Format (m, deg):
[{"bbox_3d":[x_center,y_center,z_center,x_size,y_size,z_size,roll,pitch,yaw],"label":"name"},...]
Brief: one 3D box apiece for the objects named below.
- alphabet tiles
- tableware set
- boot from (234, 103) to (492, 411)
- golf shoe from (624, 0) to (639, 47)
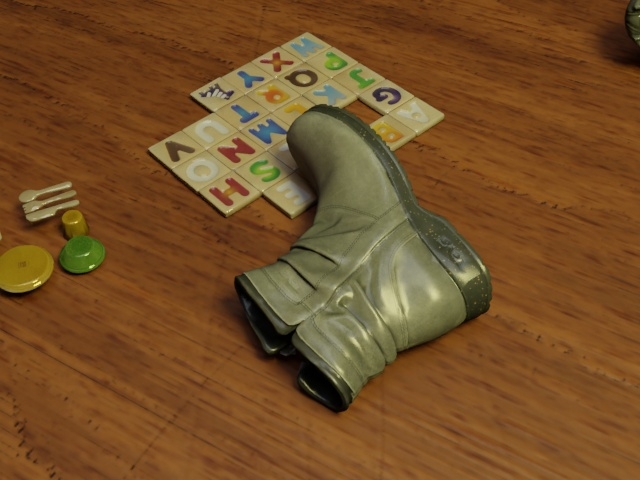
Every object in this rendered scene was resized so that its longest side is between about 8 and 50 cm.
[{"bbox_3d":[-0.034,-0.112,0.807,0.237,0.009,0.198,-34,55,-27],"label":"alphabet tiles"},{"bbox_3d":[-0.259,0.011,0.690,0.154,0.024,0.104,-20,53,-18],"label":"tableware set"},{"bbox_3d":[0.000,0.000,0.649,0.161,0.083,0.246,-26,57,-20],"label":"boot"},{"bbox_3d":[0.409,-0.252,0.881,0.272,0.105,0.120,-16,33,-21],"label":"golf shoe"}]
